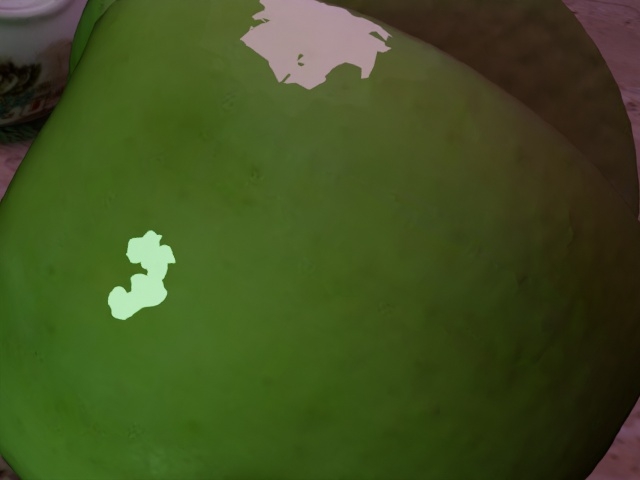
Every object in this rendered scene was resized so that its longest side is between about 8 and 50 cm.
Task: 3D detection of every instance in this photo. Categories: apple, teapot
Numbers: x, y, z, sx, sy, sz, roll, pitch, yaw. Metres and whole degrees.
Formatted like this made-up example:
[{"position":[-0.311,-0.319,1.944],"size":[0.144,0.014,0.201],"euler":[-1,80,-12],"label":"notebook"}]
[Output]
[{"position":[0.000,0.000,0.528],"size":[0.254,0.292,0.292],"euler":[29,24,-15],"label":"apple"},{"position":[-0.264,-0.164,0.912],"size":[0.298,0.139,0.204],"euler":[-7,63,-34],"label":"teapot"}]
